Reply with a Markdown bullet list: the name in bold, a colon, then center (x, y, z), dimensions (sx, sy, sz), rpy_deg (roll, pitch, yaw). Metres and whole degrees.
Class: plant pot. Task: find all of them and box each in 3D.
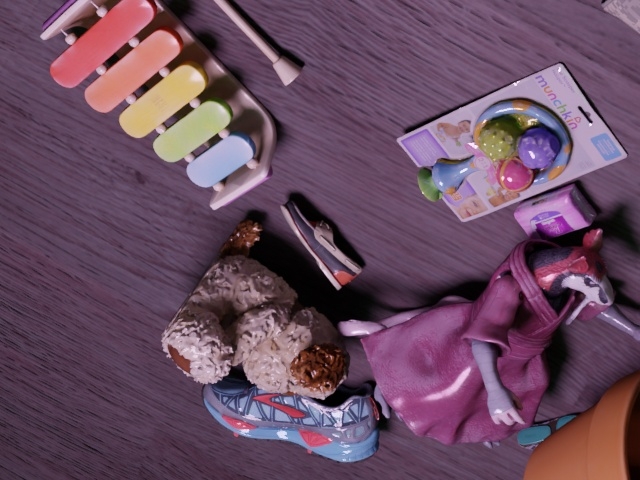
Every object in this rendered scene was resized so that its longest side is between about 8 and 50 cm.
- **plant pot**: center (0.379, 0.303, 1.934), dimensions (0.291, 0.291, 0.203), rpy_deg (47, 138, -16)

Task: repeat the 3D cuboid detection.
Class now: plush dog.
- **plush dog**: center (-0.063, 0.117, 2.082), dimensions (0.225, 0.210, 0.262), rpy_deg (35, 174, -4)

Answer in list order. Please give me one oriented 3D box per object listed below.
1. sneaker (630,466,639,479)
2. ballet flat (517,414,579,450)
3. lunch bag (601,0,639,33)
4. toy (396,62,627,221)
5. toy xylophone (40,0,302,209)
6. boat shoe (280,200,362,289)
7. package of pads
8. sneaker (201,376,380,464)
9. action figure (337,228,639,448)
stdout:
- **sneaker**: center (0.445, 0.300, 2.077), dimensions (0.119, 0.047, 0.057), rpy_deg (37, 115, -7)
- **ballet flat**: center (0.310, 0.250, 2.111), dimensions (0.114, 0.041, 0.041), rpy_deg (-17, 119, 40)
- **lunch bag**: center (0.426, -0.219, 1.477), dimensions (0.305, 0.212, 0.256), rpy_deg (38, 143, -3)
- **toy**: center (0.206, -0.093, 1.836), dimensions (0.237, 0.056, 0.137), rpy_deg (-21, 117, 41)
- **toy xylophone**: center (-0.169, -0.197, 1.940), dimensions (0.323, 0.081, 0.236), rpy_deg (40, 136, -8)
- **boat shoe**: center (0.000, 0.000, 2.053), dimensions (0.043, 0.049, 0.137), rpy_deg (-37, 108, 1)
- **package of pads**: center (0.270, -0.030, 1.874), dimensions (0.083, 0.032, 0.050), rpy_deg (-21, 115, 41)
- **sneaker**: center (-0.037, 0.211, 2.248), dimensions (0.262, 0.104, 0.125), rpy_deg (13, 117, 14)
- **action figure**: center (0.231, 0.090, 1.941), dimensions (0.276, 0.248, 0.370), rpy_deg (57, 137, 25)
